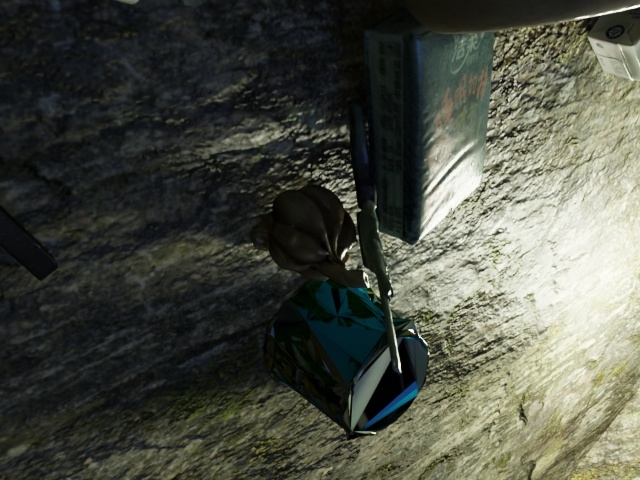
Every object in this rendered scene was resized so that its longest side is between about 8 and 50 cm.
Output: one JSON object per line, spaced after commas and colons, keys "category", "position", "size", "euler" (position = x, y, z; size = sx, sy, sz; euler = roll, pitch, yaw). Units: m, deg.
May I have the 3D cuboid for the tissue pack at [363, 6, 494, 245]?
{"category": "tissue pack", "position": [0.166, -0.181, 0.898], "size": [0.228, 0.103, 0.316], "euler": [-39, 137, -38]}

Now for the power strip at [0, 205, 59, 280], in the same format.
{"category": "power strip", "position": [-0.322, -0.003, 0.644], "size": [0.029, 0.038, 0.111], "euler": [-42, 134, -13]}

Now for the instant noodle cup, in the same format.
{"category": "instant noodle cup", "position": [0.051, 0.185, 0.984], "size": [0.240, 0.178, 0.240], "euler": [-21, 127, -32]}

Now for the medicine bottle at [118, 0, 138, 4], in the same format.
{"category": "medicine bottle", "position": [-0.186, -0.312, 0.531], "size": [0.102, 0.103, 0.187], "euler": [4, 111, -43]}

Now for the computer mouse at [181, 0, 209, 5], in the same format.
{"category": "computer mouse", "position": [-0.137, -0.292, 0.637], "size": [0.056, 0.032, 0.110], "euler": [-41, 135, -14]}

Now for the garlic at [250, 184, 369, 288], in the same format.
{"category": "garlic", "position": [0.000, 0.000, 0.822], "size": [0.131, 0.194, 0.127], "euler": [30, 95, -38]}

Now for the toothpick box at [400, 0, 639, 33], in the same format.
{"category": "toothpick box", "position": [0.222, -0.444, 0.586], "size": [0.409, 0.409, 0.425], "euler": [-26, 116, -28]}

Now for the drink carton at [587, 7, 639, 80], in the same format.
{"category": "drink carton", "position": [0.649, -0.472, 1.172], "size": [0.130, 0.106, 0.315], "euler": [30, 94, -45]}

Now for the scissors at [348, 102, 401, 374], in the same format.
{"category": "scissors", "position": [0.067, 0.003, 0.778], "size": [0.029, 0.383, 0.256], "euler": [-6, 123, 0]}
